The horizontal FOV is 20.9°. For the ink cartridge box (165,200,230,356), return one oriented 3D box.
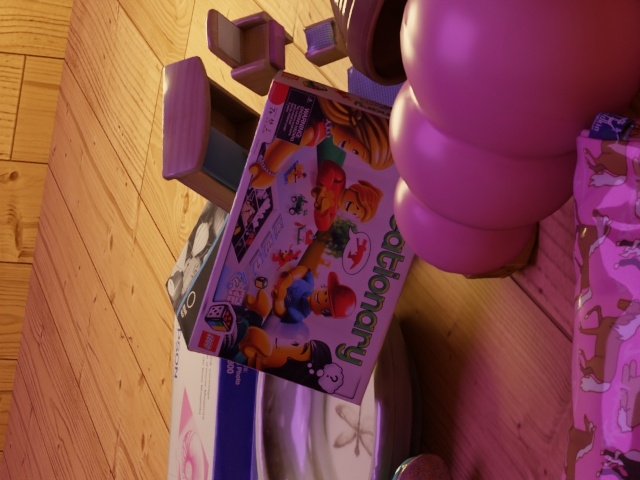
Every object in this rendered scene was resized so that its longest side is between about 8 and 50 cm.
[{"bbox_3d":[-0.111,-0.016,2.395,0.333,0.065,0.165,-61,29,23],"label":"ink cartridge box"}]

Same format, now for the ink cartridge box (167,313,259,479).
[{"bbox_3d":[-0.149,0.258,2.527,0.330,0.071,0.324,173,100,-70],"label":"ink cartridge box"}]

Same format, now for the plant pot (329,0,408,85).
[{"bbox_3d":[0.081,-0.286,1.771,0.109,0.237,0.237,34,127,22],"label":"plant pot"}]

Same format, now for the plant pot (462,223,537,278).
[{"bbox_3d":[0.169,-0.006,1.734,0.081,0.081,0.083,142,123,-63],"label":"plant pot"}]

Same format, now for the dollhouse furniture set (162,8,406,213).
[{"bbox_3d":[0.011,-0.171,1.872,0.303,0.198,0.286,-15,63,27],"label":"dollhouse furniture set"}]

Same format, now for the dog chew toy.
[{"bbox_3d":[0.153,-0.105,1.496,0.207,0.206,0.332,-109,26,-45],"label":"dog chew toy"}]

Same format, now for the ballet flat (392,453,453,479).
[{"bbox_3d":[0.120,0.379,1.793,0.106,0.107,0.316,21,112,47],"label":"ballet flat"}]

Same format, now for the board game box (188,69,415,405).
[{"bbox_3d":[0.000,0.000,1.778,0.053,0.193,0.305,-70,-2,-72],"label":"board game box"}]

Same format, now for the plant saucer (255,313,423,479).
[{"bbox_3d":[0.032,0.206,2.017,0.400,0.100,0.400,-177,90,-69],"label":"plant saucer"}]

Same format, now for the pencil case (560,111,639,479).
[{"bbox_3d":[0.266,0.096,1.358,0.160,0.167,0.386,5,92,32],"label":"pencil case"}]
